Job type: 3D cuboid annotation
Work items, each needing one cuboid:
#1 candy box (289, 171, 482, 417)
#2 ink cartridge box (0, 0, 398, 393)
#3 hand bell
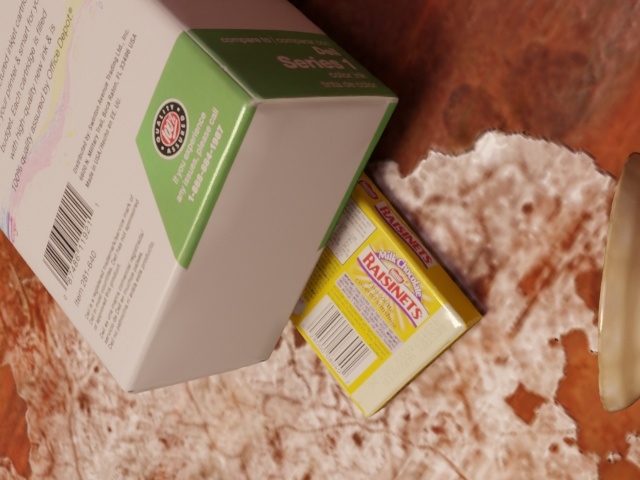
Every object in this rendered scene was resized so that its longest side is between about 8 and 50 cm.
[{"bbox_3d":[0.000,0.000,0.734,0.206,0.027,0.105,52,126,13],"label":"candy box"},{"bbox_3d":[-0.115,-0.081,0.710,0.278,0.117,0.201,46,125,30],"label":"ink cartridge box"},{"bbox_3d":[0.256,0.030,0.524,0.242,0.126,0.126,5,107,22],"label":"hand bell"}]
